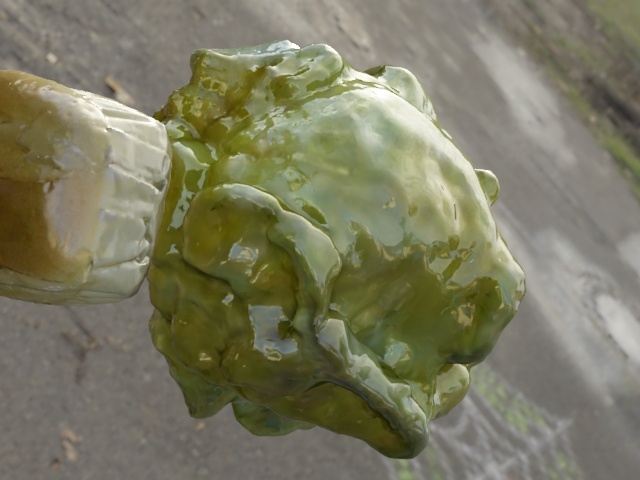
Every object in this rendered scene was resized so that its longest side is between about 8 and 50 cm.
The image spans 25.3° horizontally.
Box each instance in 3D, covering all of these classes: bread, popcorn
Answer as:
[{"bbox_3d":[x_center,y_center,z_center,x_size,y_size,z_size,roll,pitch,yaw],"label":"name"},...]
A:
[{"bbox_3d":[-0.198,-0.035,0.903,0.106,0.140,0.236,13,-3,-44],"label":"bread"},{"bbox_3d":[-0.006,0.015,1.078,0.312,0.312,0.312,39,25,-21],"label":"popcorn"}]
